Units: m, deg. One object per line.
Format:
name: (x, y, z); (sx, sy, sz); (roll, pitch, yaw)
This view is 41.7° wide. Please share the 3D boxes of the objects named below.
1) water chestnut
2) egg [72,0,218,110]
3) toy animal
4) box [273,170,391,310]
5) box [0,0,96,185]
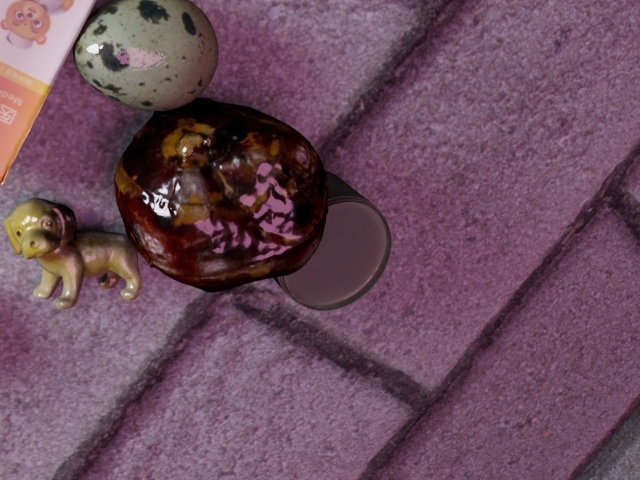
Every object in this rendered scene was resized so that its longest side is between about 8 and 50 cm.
water chestnut: (-0.153, -0.048, 1.354); (0.335, 0.335, 0.346); (-17, 134, -20)
egg: (-0.257, -0.278, 1.236); (0.228, 0.177, 0.176); (-12, 122, -47)
toy animal: (-0.399, 0.025, 1.370); (0.233, 0.121, 0.168); (8, 97, -35)
box: (0.000, 0.000, 1.547); (0.226, 0.149, 0.226); (-13, 121, -23)
box: (-0.481, -0.272, 1.149); (0.225, 0.143, 0.341); (24, 101, -35)
